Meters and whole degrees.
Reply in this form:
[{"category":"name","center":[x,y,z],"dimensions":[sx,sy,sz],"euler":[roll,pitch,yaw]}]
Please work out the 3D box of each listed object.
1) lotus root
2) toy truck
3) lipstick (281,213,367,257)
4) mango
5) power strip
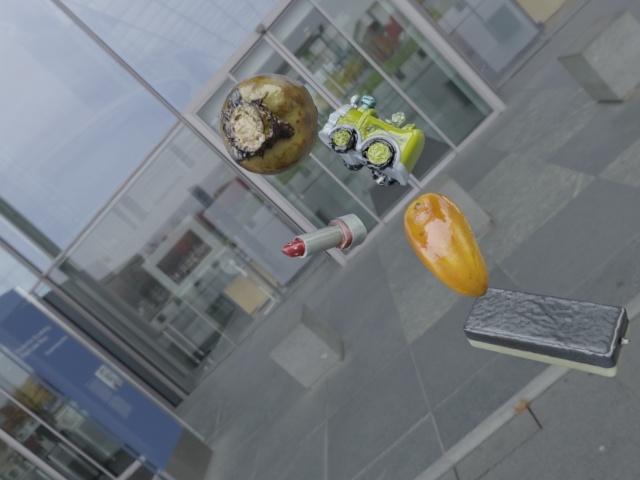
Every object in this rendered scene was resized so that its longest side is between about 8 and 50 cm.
[{"category":"lotus root","center":[-0.082,-0.204,0.924],"dimensions":[0.141,0.169,0.314],"euler":[0,15,19]},{"category":"toy truck","center":[0.055,-0.111,0.565],"dimensions":[0.077,0.111,0.076],"euler":[-59,-18,-1]},{"category":"lipstick","center":[-0.001,0.001,1.006],"dimensions":[0.186,0.063,0.057],"euler":[-17,-30,-36]},{"category":"mango","center":[0.099,0.005,0.403],"dimensions":[0.046,0.089,0.060],"euler":[-38,-4,23]},{"category":"power strip","center":[0.381,0.150,0.893],"dimensions":[0.256,0.070,0.105],"euler":[5,51,43]}]
